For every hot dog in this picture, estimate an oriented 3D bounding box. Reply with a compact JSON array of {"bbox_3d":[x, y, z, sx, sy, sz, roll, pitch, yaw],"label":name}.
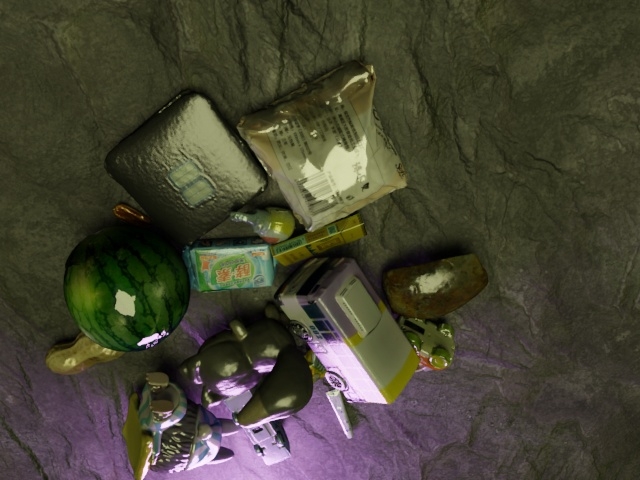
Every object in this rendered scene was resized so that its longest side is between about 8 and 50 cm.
[{"bbox_3d":[-0.545,-0.067,1.666,0.122,0.037,0.049,34,96,-25],"label":"hot dog"}]

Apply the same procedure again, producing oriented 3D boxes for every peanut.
[{"bbox_3d":[-0.739,0.344,1.797,0.274,0.111,0.125,-21,111,4],"label":"peanut"}]

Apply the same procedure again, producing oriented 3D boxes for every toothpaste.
[{"bbox_3d":[0.077,0.621,2.053,0.052,0.033,0.218,-20,113,0],"label":"toothpaste"}]

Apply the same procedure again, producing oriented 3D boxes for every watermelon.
[{"bbox_3d":[-0.532,0.135,1.599,0.362,0.363,0.364,-2,115,-5],"label":"watermelon"}]

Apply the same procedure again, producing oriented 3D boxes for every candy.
[{"bbox_3d":[-0.059,0.445,1.911,0.297,0.081,0.187,-36,133,9],"label":"candy"}]

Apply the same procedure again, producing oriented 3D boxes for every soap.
[{"bbox_3d":[-0.268,0.071,1.732,0.293,0.077,0.156,-5,115,-3],"label":"soap"}]

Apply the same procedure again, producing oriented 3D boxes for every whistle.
[{"bbox_3d":[-0.161,-0.045,1.641,0.223,0.123,0.123,9,118,-41],"label":"whistle"}]

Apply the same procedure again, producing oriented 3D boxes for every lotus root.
[{"bbox_3d":[0.360,0.143,1.770,0.313,0.142,0.210,-23,94,-2],"label":"lotus root"}]

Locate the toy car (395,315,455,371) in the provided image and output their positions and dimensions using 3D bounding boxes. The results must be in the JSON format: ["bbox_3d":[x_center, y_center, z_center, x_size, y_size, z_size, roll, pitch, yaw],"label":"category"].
[{"bbox_3d":[0.317,0.359,1.897,0.235,0.145,0.235,11,132,13],"label":"toy car"}]

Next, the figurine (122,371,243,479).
[{"bbox_3d":[-0.427,0.589,1.889,0.377,0.266,0.361,3,132,-33],"label":"figurine"}]

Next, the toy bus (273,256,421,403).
[{"bbox_3d":[0.086,0.264,1.716,0.249,0.209,0.440,-14,115,51],"label":"toy bus"}]

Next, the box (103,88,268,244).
[{"bbox_3d":[-0.365,-0.195,1.592,0.359,0.091,0.350,-34,113,11],"label":"box"}]

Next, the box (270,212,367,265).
[{"bbox_3d":[-0.001,0.000,1.693,0.278,0.153,0.041,-20,75,5],"label":"box"}]

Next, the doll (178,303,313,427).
[{"bbox_3d":[-0.233,0.392,1.726,0.382,0.379,0.252,-34,115,0],"label":"doll"}]

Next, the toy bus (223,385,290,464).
[{"bbox_3d":[-0.213,0.610,1.959,0.109,0.136,0.330,-24,115,4],"label":"toy bus"}]

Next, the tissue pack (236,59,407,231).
[{"bbox_3d":[0.019,-0.240,1.551,0.389,0.195,0.376,-23,111,5],"label":"tissue pack"}]
